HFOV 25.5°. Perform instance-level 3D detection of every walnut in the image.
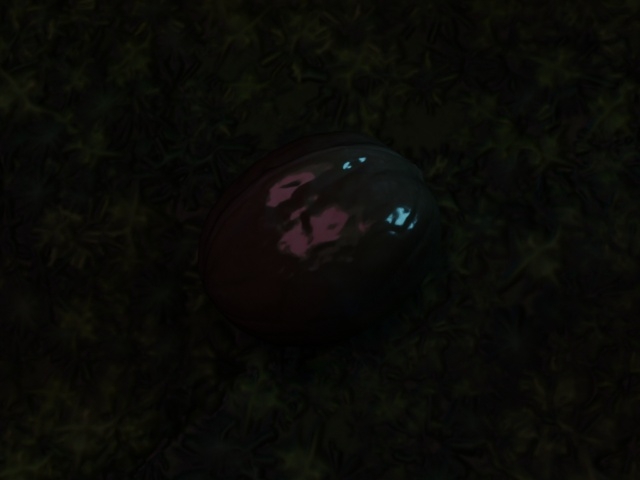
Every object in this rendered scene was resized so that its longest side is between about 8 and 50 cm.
[{"bbox_3d":[-0.001,-0.001,0.943,0.162,0.140,0.140,-39,72,9],"label":"walnut"}]
